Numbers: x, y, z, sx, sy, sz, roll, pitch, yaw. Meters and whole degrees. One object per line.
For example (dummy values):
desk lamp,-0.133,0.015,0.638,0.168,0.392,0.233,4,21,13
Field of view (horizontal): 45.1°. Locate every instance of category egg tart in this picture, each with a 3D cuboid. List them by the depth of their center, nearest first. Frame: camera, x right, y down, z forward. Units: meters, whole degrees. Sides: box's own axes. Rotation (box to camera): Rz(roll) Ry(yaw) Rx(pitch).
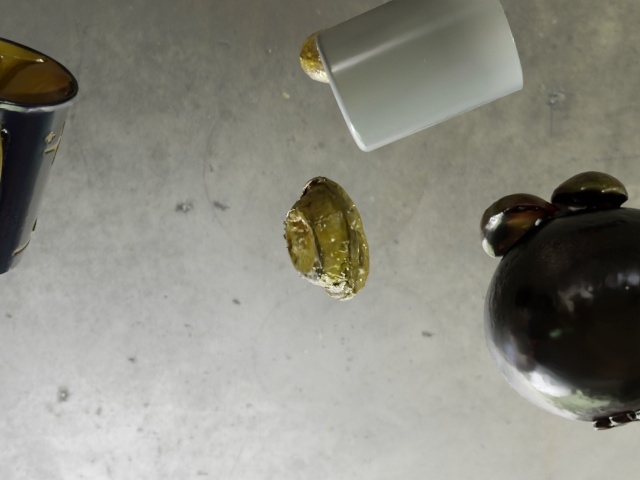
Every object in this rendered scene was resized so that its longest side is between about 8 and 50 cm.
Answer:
egg tart,0.000,0.000,1.142,0.074,0.191,0.191,-12,126,-25

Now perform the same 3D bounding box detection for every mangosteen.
mangosteen,0.440,0.075,1.230,0.382,0.435,0.382,-9,160,-3

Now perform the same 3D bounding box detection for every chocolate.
chocolate,0.103,-0.420,1.752,0.309,0.134,0.134,1,123,-15

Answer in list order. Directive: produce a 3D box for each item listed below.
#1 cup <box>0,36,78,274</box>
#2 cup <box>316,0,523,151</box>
cup,-0.410,-0.074,0.873,0.178,0.255,0.256,22,116,-7
cup,0.077,-0.137,0.595,0.133,0.136,0.099,-23,93,9
